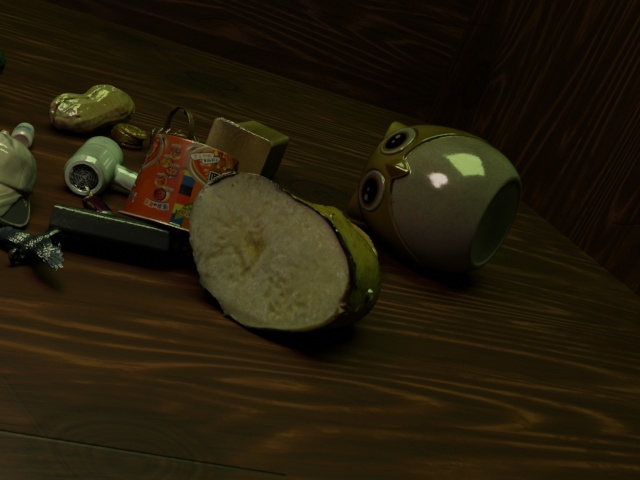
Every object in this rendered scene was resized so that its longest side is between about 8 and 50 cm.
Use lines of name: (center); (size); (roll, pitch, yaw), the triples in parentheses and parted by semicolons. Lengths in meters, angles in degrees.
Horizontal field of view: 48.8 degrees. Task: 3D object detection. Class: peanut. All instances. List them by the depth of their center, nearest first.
peanut: (-0.659, -0.380, 2.052); (0.130, 0.130, 0.290); (30, 34, 19)

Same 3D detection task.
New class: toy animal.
toy animal: (-0.539, 0.011, 1.333); (0.220, 0.062, 0.108); (20, 19, 33)

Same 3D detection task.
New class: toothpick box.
toothpick box: (0.319, -0.132, 2.037); (0.426, 0.408, 0.409); (28, 21, 30)
toothpick box: (-0.221, -0.266, 2.159); (0.188, 0.190, 0.308); (24, 16, 6)

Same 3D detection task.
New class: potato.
potato: (-0.057, 0.039, 1.510); (0.397, 0.289, 0.296); (27, 9, 15)

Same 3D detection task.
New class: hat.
hat: (-0.688, -0.134, 1.418); (0.232, 0.160, 0.275); (16, 25, -6)

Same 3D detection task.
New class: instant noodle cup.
instant noodle cup: (-0.301, -0.115, 1.579); (0.251, 0.192, 0.250); (16, -4, 1)

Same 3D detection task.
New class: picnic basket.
picnic basket: (-0.415, -0.295, 2.021); (0.128, 0.178, 0.138); (37, 26, 34)

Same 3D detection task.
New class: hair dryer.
hair dryer: (-0.439, -0.130, 1.744); (0.358, 0.107, 0.173); (24, 23, -12)

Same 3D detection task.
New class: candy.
candy: (-0.500, -0.070, 1.591); (0.043, 0.045, 0.175); (-16, 40, -37)

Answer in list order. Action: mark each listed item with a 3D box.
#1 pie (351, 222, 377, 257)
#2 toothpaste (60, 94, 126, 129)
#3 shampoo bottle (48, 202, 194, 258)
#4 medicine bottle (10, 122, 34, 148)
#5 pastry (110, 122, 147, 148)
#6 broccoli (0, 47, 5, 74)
pie: (0.000, 0.000, 1.858); (0.340, 0.083, 0.339); (20, 19, -7)
toothpaste: (-0.705, -0.395, 2.176); (0.218, 0.041, 0.064); (27, 35, 5)
shampoo bottle: (-0.403, -0.009, 1.475); (0.310, 0.071, 0.098); (15, -15, -20)
medicine bottle: (-0.756, -0.266, 1.796); (0.052, 0.052, 0.089); (14, 22, -20)
pastry: (-0.565, -0.307, 2.080); (0.109, 0.057, 0.097); (27, 16, 5)
broccoli: (-0.988, -0.494, 1.867); (0.298, 0.297, 0.297); (16, 1, -16)
